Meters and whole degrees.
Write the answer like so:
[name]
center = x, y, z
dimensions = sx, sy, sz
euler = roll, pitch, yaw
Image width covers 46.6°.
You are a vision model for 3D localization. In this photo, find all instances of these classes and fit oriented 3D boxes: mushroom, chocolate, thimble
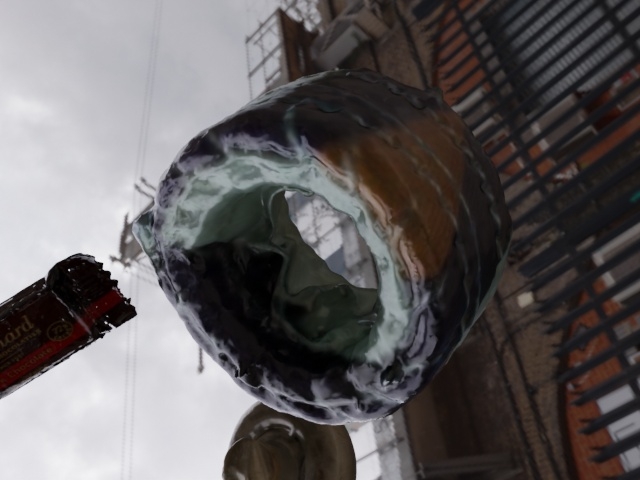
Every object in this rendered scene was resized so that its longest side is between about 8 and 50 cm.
[mushroom]
center = -0.056, 0.313, 1.019
dimensions = 0.204, 0.204, 0.204
euler = 36, -148, -27
[chocolate]
center = -0.224, 0.076, 0.529
dimensions = 0.028, 0.182, 0.086
euler = 48, 171, 45
[thimble]
center = 0.000, 0.000, 0.510
dimensions = 0.237, 0.237, 0.150
euler = 51, -140, -1
